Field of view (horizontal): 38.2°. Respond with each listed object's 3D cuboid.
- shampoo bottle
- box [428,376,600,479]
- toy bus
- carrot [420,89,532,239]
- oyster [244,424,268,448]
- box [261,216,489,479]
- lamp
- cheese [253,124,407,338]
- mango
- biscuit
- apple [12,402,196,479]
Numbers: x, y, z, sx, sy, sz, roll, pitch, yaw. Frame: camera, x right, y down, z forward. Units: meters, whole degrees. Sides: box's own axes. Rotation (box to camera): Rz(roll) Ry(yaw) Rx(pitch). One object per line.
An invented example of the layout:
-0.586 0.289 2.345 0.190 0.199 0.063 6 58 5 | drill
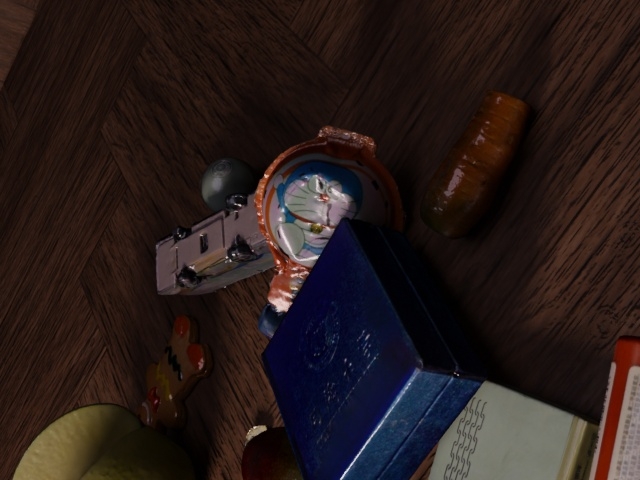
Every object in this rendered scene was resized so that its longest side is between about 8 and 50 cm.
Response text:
0.309 0.236 0.878 0.104 0.104 0.278 7 82 52 | shampoo bottle
0.195 0.299 1.042 0.210 0.045 0.270 14 88 53 | box
-0.139 0.010 1.495 0.317 0.138 0.113 -20 67 44 | toy bus
0.196 -0.094 1.159 0.087 0.087 0.193 43 109 49 | carrot
-0.094 0.325 1.411 0.054 0.019 0.083 -23 57 43 | oyster
0.051 0.159 1.177 0.261 0.116 0.279 -59 35 26 | box
-0.154 -0.091 1.570 0.105 0.105 0.105 -22 60 45 | lamp
0.000 0.000 1.306 0.129 0.216 0.329 -65 -7 -70 | cheese
-0.022 0.335 1.246 0.267 0.111 0.133 31 90 46 | mango
-0.276 0.264 1.644 0.250 0.036 0.165 -58 39 18 | biscuit
-0.343 0.405 1.478 0.254 0.292 0.292 -53 36 -12 | apple
